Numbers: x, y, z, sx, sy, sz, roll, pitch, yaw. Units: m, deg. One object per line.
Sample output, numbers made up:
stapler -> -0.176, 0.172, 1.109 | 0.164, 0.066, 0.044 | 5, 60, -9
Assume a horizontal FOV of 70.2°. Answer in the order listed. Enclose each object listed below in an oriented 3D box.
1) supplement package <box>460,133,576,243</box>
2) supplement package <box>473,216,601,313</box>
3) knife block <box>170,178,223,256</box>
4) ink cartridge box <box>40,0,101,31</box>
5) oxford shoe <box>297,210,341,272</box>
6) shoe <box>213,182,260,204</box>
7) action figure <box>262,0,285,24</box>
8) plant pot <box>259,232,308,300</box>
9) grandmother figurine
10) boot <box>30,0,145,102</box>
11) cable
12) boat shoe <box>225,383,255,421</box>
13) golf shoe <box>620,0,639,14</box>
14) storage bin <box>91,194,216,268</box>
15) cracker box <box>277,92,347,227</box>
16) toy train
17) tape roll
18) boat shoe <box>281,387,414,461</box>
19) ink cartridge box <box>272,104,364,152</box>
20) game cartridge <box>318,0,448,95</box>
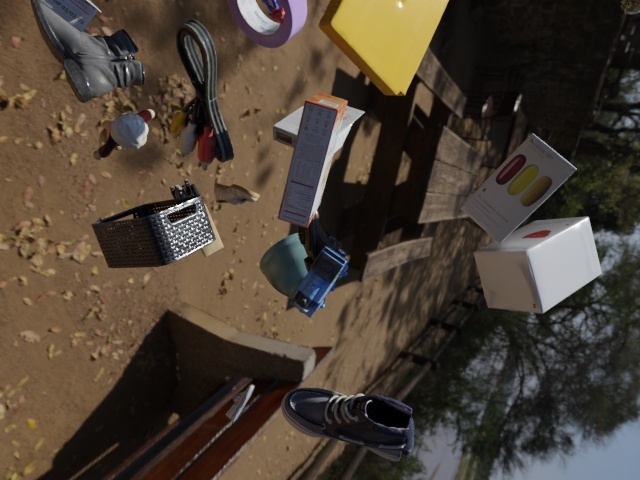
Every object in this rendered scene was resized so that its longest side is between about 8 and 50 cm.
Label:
supplement package -> 0.500, -0.131, 1.161 | 0.244, 0.139, 0.133 | -51, 165, 22
supplement package -> 0.608, 0.062, 1.275 | 0.292, 0.177, 0.176 | -22, 99, -29
knife block -> -0.483, -0.096, 1.778 | 0.088, 0.276, 0.242 | -31, 172, -21
ink cartridge box -> -0.505, -0.478, 0.887 | 0.062, 0.181, 0.104 | -49, 138, 6
oxford shoe -> 0.000, 0.000, 1.152 | 0.096, 0.083, 0.227 | -23, 127, -17
shoe -> -0.242, -0.125, 1.297 | 0.076, 0.219, 0.059 | 17, 89, -38
action figure -> -0.108, -0.546, 1.076 | 0.038, 0.115, 0.030 | -25, 148, 1
plant pot -> -0.080, 0.132, 1.884 | 0.292, 0.196, 0.293 | -23, 152, -13
grandmother figurine -> -0.548, -0.301, 1.261 | 0.104, 0.342, 0.208 | 39, 79, -29
boot -> -0.690, -0.598, 1.366 | 0.222, 0.118, 0.339 | -31, 107, -24
cable -> -0.209, -0.225, 0.788 | 0.072, 0.139, 0.287 | -42, 171, -26
boat shoe -> -0.201, 0.396, 1.128 | 0.100, 0.035, 0.035 | -58, 168, -3
golf shoe -> 0.813, -0.615, 1.144 | 0.086, 0.069, 0.176 | 35, 62, -17
storage bin -> -0.286, -0.014, 0.782 | 0.122, 0.180, 0.085 | -35, 115, -51
cracker box -> -0.013, -0.161, 0.897 | 0.156, 0.067, 0.233 | -68, 175, -65
toy train -> -0.002, 0.098, 1.085 | 0.184, 0.080, 0.105 | -55, 168, 4
tape roll -> -0.181, -0.789, 1.504 | 0.090, 0.274, 0.275 | -51, 148, -30
boat shoe -> 0.064, 0.407, 1.090 | 0.158, 0.340, 0.127 | 89, 18, -45
ink cartridge box -> -0.002, -0.345, 1.378 | 0.232, 0.188, 0.066 | -45, 151, -41
game cartridge -> 0.157, -0.521, 0.993 | 0.285, 0.052, 0.324 | 27, 88, -45
